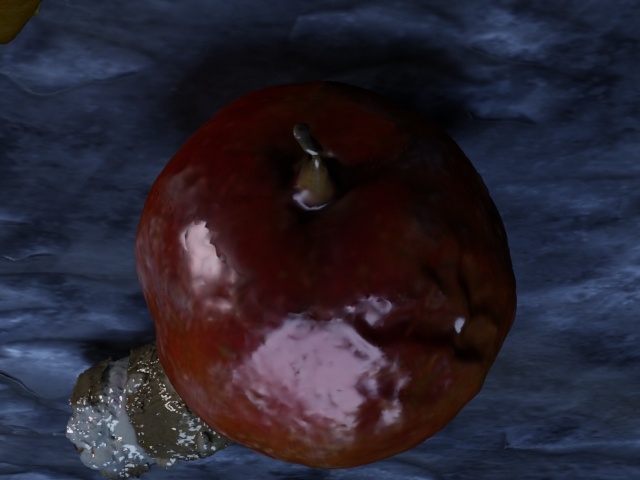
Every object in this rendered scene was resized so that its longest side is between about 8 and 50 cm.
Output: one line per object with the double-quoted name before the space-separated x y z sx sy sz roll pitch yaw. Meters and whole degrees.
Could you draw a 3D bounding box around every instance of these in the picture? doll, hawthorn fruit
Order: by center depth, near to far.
"hawthorn fruit" 0.000 0.000 1.185 0.242 0.242 0.272 -5 146 5
"doll" -0.116 0.130 1.620 0.221 0.105 0.115 -20 -172 34

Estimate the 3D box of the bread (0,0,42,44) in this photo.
"bread" -0.306 -0.166 0.940 0.361 0.077 0.138 5 155 -17
